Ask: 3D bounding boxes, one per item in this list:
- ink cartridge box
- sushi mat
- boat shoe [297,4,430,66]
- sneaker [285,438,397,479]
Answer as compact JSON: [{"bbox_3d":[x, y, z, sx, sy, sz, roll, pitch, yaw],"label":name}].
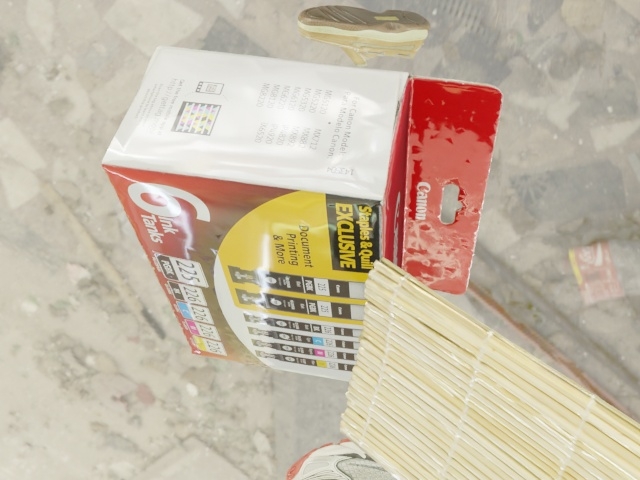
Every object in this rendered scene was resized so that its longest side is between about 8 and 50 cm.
[{"bbox_3d":[0.000,0.000,0.654,0.272,0.130,0.309,8,147,10],"label":"ink cartridge box"},{"bbox_3d":[0.126,0.142,0.419,0.316,0.019,0.151,34,131,38],"label":"sushi mat"},{"bbox_3d":[0.055,-0.260,0.983,0.190,0.068,0.072,-3,132,-25],"label":"boat shoe"},{"bbox_3d":[0.073,0.238,0.615,0.225,0.092,0.088,29,130,-8],"label":"sneaker"}]
